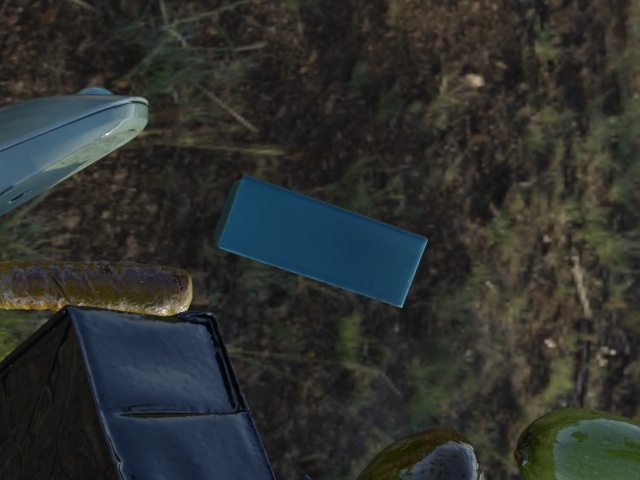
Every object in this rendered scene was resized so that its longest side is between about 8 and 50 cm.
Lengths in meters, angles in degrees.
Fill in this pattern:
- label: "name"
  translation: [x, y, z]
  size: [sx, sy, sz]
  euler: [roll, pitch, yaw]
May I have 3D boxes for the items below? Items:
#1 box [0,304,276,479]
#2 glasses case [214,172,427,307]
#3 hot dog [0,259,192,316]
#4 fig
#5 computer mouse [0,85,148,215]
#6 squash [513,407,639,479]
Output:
- label: "box"
  translation: [-0.255, 0.260, 1.174]
  size: [0.204, 0.345, 0.251]
  euler: [12, 47, -49]
- label: "glasses case"
  translation: [0.001, -0.002, 1.589]
  size: [0.301, 0.070, 0.117]
  euler: [20, 97, -15]
- label: "hot dog"
  translation: [-0.324, 0.069, 1.508]
  size: [0.286, 0.061, 0.087]
  euler: [-2, 93, -11]
- label: "fig"
  translation: [0.103, 0.336, 1.440]
  size: [0.274, 0.145, 0.170]
  euler: [5, 65, -18]
- label: "computer mouse"
  translation: [-0.319, -0.094, 1.107]
  size: [0.097, 0.288, 0.159]
  euler: [59, 1, -1]
- label: "squash"
  translation: [0.325, 0.256, 1.181]
  size: [0.247, 0.132, 0.132]
  euler: [24, 69, -20]
